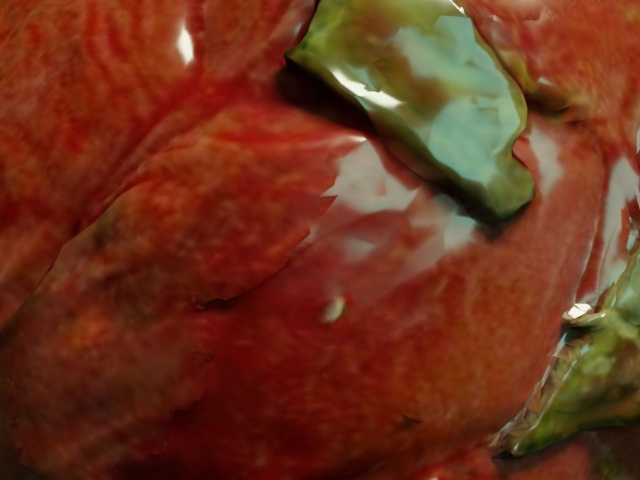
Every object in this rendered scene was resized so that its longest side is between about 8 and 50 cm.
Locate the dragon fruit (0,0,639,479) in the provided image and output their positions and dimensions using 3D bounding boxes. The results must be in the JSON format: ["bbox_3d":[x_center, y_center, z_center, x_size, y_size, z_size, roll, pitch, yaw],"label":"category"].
[{"bbox_3d":[0.000,0.000,0.553,0.342,0.277,0.277,-17,86,-42],"label":"dragon fruit"}]
